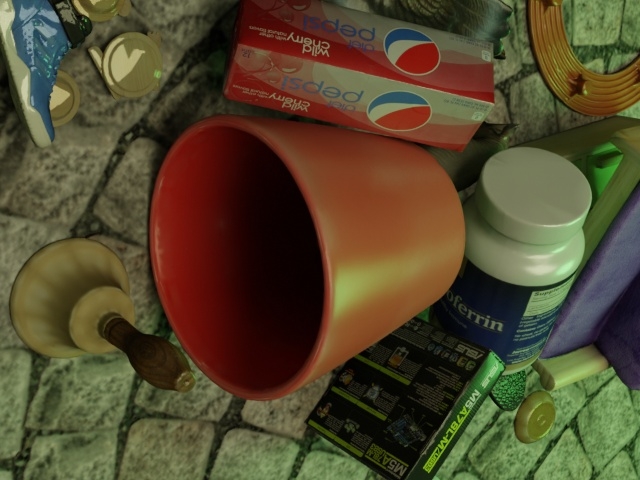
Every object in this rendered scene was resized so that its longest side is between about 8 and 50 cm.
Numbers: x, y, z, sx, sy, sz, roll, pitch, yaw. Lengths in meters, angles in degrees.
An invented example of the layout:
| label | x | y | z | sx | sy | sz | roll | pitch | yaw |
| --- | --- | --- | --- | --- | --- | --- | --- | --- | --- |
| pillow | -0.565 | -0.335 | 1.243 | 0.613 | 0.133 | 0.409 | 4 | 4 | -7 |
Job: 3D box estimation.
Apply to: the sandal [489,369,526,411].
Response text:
| label | x | y | z | sx | sy | sz | roll | pitch | yaw |
| --- | --- | --- | --- | --- | --- | --- | --- | --- | --- |
| sandal | 0.222 | 0.157 | 1.390 | 0.067 | 0.040 | 0.179 | -46 | 111 | -24 |

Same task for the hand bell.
| label | x | y | z | sx | sy | sz | roll | pitch | yaw |
| --- | --- | --- | --- | --- | --- | --- | --- | --- | --- |
| hand bell | -0.182 | 0.086 | 0.932 | 0.126 | 0.242 | 0.126 | -11 | 110 | -33 |

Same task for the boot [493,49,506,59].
| label | x | y | z | sx | sy | sz | roll | pitch | yaw |
| --- | --- | --- | --- | --- | --- | --- | --- | --- | --- |
| boot | 0.210 | -0.290 | 1.247 | 0.106 | 0.037 | 0.114 | 28 | 82 | -41 |

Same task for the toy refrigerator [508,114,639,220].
| label | x | y | z | sx | sy | sz | roll | pitch | yaw |
| --- | --- | --- | --- | --- | --- | --- | --- | --- | --- |
| toy refrigerator | 0.345 | -0.087 | 1.368 | 0.269 | 0.094 | 0.102 | -17 | 114 | -31 |

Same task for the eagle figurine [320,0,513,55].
| label | x | y | z | sx | sy | sz | roll | pitch | yaw |
| --- | --- | --- | --- | --- | --- | --- | --- | --- | --- |
| eagle figurine | 0.079 | -0.324 | 1.039 | 0.226 | 0.225 | 0.298 | -42 | 148 | 11 |

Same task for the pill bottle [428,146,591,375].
| label | x | y | z | sx | sy | sz | roll | pitch | yaw |
| --- | --- | --- | --- | --- | --- | --- | --- | --- | --- |
| pill bottle | 0.223 | 0.027 | 1.213 | 0.153 | 0.153 | 0.264 | -26 | 145 | -28 |

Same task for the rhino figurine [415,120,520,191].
| label | x | y | z | sx | sy | sz | roll | pitch | yaw |
| --- | --- | --- | --- | --- | --- | --- | --- | --- | --- |
| rhino figurine | 0.150 | -0.093 | 1.212 | 0.243 | 0.106 | 0.073 | -25 | 118 | -28 |

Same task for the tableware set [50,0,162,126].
| label | x | y | z | sx | sy | sz | roll | pitch | yaw |
| --- | --- | --- | --- | --- | --- | --- | --- | --- | --- |
| tableware set | -0.229 | -0.185 | 0.958 | 0.169 | 0.020 | 0.141 | -26 | 116 | -27 |

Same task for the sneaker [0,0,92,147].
| label | x | y | z | sx | sy | sz | roll | pitch | yaw |
| --- | --- | --- | --- | --- | --- | --- | --- | --- | --- |
| sneaker | -0.237 | -0.163 | 0.909 | 0.085 | 0.058 | 0.152 | -18 | 106 | -20 |

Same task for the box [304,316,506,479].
| label | x | y | z | sx | sy | sz | roll | pitch | yaw |
| --- | --- | --- | --- | --- | --- | --- | --- | --- | --- |
| box | 0.096 | 0.182 | 1.201 | 0.045 | 0.191 | 0.184 | 41 | 77 | -36 |

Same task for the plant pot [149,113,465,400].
| label | x | y | z | sx | sy | sz | roll | pitch | yaw |
| --- | --- | --- | --- | --- | --- | --- | --- | --- | --- |
| plant pot | 0.000 | 0.000 | 1.047 | 0.243 | 0.275 | 0.275 | -12 | 111 | -43 |

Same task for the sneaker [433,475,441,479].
| label | x | y | z | sx | sy | sz | roll | pitch | yaw |
| --- | --- | --- | --- | --- | --- | --- | --- | --- | --- |
| sneaker | 0.162 | 0.420 | 1.385 | 0.151 | 0.094 | 0.256 | -45 | 126 | -21 |

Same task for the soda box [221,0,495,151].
| label | x | y | z | sx | sy | sz | roll | pitch | yaw |
| --- | --- | --- | --- | --- | --- | --- | --- | --- | --- |
| soda box | 0.038 | -0.171 | 1.031 | 0.263 | 0.092 | 0.083 | 11 | 59 | -11 |

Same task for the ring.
| label | x | y | z | sx | sy | sz | roll | pitch | yaw |
| --- | --- | --- | --- | --- | --- | --- | --- | --- | --- |
| ring | 0.406 | -0.333 | 1.380 | 0.337 | 0.032 | 0.336 | -12 | 111 | -33 |

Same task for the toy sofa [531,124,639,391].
| label | x | y | z | sx | sy | sz | roll | pitch | yaw |
| --- | --- | --- | --- | --- | --- | --- | --- | --- | --- |
| toy sofa | 0.396 | 0.039 | 1.303 | 0.150 | 0.177 | 0.362 | -12 | 138 | -37 |

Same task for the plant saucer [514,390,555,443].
| label | x | y | z | sx | sy | sz | roll | pitch | yaw |
| --- | --- | --- | --- | --- | --- | --- | --- | --- | --- |
| plant saucer | 0.320 | 0.262 | 1.504 | 0.083 | 0.015 | 0.083 | -12 | 111 | -34 |
